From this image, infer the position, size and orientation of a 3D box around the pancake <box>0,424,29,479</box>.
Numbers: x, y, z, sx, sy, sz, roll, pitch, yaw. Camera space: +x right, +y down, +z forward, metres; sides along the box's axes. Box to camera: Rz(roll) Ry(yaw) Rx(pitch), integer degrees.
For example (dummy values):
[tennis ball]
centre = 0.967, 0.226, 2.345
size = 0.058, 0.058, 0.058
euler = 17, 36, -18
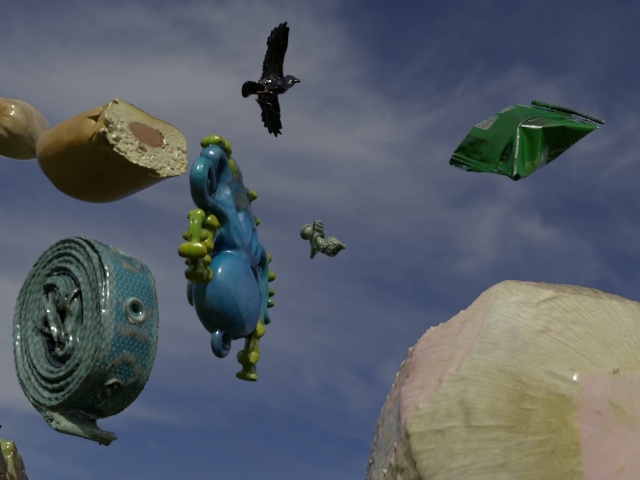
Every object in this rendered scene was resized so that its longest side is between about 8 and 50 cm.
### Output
[pancake]
centre = -0.467, 0.415, 1.332
size = 0.054, 0.377, 0.197
euler = -15, -16, -1

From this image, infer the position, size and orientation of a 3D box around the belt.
[belt]
centre = -0.213, 0.077, 0.794
size = 0.082, 0.148, 0.163
euler = 28, 5, -46

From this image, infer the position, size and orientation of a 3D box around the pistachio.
[pistachio]
centre = -0.588, -0.207, 1.735
size = 0.145, 0.117, 0.200
euler = 50, -4, 3

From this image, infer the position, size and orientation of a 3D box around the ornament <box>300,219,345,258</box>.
[ornament]
centre = -0.002, 0.000, 1.524
size = 0.041, 0.092, 0.068
euler = -9, -39, -35

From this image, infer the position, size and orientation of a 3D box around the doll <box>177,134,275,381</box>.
[doll]
centre = -0.153, 0.018, 1.378
size = 0.098, 0.341, 0.346
euler = -9, -30, 11

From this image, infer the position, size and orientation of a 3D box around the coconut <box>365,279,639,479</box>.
[coconut]
centre = 0.174, 0.172, 0.648
size = 0.297, 0.297, 0.254
euler = 15, -24, 1

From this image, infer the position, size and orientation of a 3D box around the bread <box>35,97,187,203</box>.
[bread]
centre = -0.259, -0.100, 1.089
size = 0.173, 0.085, 0.134
euler = -18, -28, 40

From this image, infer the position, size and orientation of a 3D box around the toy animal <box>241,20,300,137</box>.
[toy animal]
centre = -0.084, -0.269, 1.546
size = 0.062, 0.108, 0.220
euler = 23, -48, 22

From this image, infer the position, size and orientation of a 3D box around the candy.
[candy]
centre = 0.314, -0.160, 1.370
size = 0.141, 0.203, 0.078
euler = 40, -27, 37
